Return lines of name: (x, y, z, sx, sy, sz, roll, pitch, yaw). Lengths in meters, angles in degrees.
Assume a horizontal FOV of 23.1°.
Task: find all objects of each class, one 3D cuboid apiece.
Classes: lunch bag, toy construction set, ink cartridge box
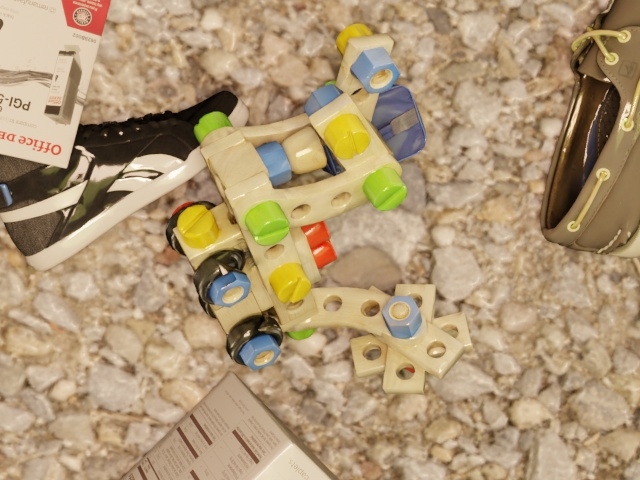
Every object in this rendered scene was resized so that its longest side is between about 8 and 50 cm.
lunch bag: (0.034, -0.092, 1.307, 0.098, 0.065, 0.067, -26, 107, -11)
toy construction set: (0.000, 0.000, 1.247, 0.215, 0.151, 0.328, -28, 131, -6)
ink cartridge box: (-0.221, -0.129, 1.147, 0.099, 0.056, 0.135, 12, 95, -40)

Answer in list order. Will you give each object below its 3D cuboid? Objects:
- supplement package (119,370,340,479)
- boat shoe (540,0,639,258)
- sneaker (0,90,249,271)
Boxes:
supplement package: (-0.080, 0.287, 1.275, 0.262, 0.198, 0.199, -44, 110, -4)
boat shoe: (0.263, -0.135, 1.346, 0.091, 0.109, 0.305, 6, 102, -23)
sneaker: (-0.171, -0.082, 1.240, 0.217, 0.079, 0.121, -36, 109, -7)
